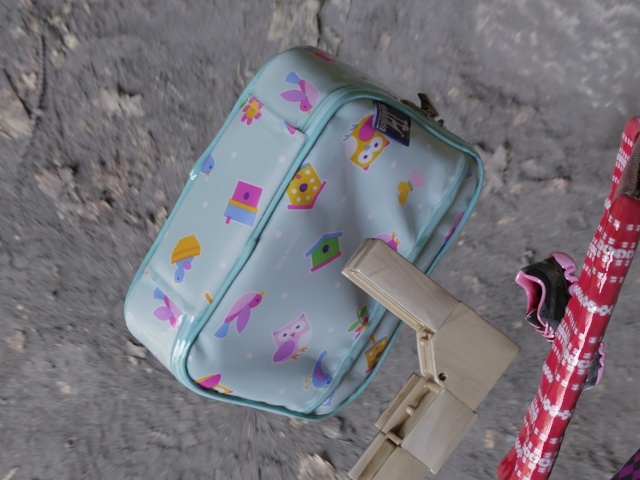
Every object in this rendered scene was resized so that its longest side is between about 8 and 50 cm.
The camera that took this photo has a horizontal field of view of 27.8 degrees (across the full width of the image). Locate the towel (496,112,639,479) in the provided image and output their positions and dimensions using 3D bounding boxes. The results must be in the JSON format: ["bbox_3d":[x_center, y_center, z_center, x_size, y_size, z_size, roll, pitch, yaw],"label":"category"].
[{"bbox_3d":[0.138,0.071,0.739,0.031,0.199,0.275,20,114,11],"label":"towel"}]

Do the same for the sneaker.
[{"bbox_3d":[0.196,0.070,1.081,0.057,0.047,0.119,-11,76,-31],"label":"sneaker"}]

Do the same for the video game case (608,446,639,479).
[{"bbox_3d":[0.302,0.223,0.954,0.232,0.042,0.210,-38,108,-26],"label":"video game case"}]

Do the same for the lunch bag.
[{"bbox_3d":[0.000,0.000,1.011,0.108,0.224,0.279,40,101,45],"label":"lunch bag"}]

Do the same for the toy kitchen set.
[{"bbox_3d":[0.023,0.054,0.540,0.075,0.068,0.083,38,85,-7],"label":"toy kitchen set"}]
